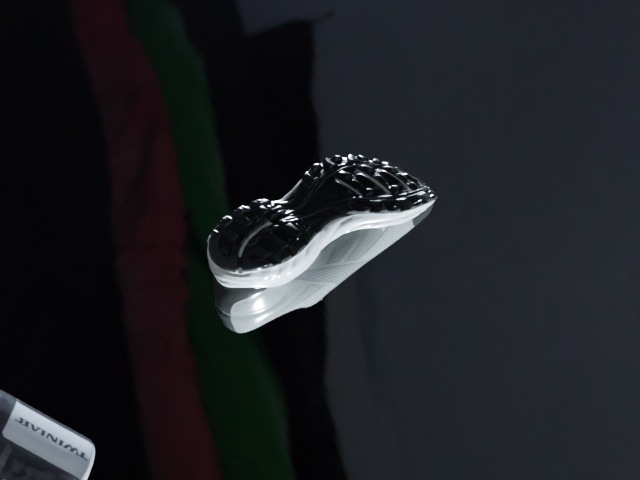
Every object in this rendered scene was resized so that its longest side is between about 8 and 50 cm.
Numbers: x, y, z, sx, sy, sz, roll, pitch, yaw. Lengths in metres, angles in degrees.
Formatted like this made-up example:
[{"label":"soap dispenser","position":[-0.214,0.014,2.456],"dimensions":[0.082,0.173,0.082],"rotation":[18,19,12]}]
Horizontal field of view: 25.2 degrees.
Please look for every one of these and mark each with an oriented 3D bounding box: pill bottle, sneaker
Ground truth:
[{"label":"pill bottle","position":[-0.301,0.147,1.051],"dimensions":[0.246,0.130,0.130],"rotation":[32,-150,-11]},{"label":"sneaker","position":[0.000,0.000,1.360],"dimensions":[0.271,0.100,0.108],"rotation":[-26,-41,-35]}]
